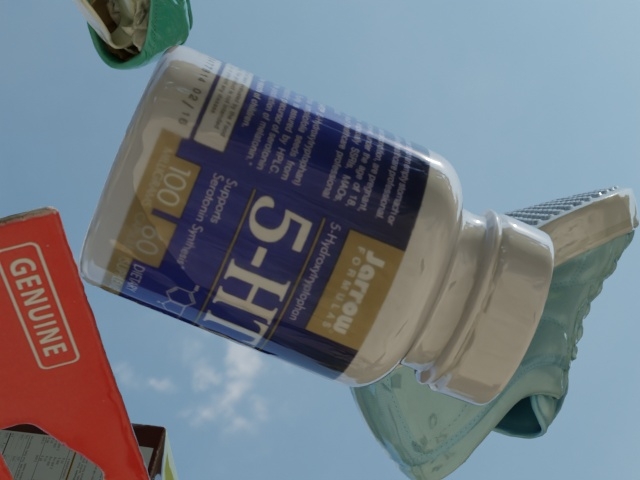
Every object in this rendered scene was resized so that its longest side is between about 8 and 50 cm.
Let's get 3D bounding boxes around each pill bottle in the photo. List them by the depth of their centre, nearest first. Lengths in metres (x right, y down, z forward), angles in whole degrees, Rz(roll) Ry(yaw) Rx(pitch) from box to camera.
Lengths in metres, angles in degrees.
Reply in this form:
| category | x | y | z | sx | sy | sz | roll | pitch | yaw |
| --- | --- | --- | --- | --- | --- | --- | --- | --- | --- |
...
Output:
| category | x | y | z | sx | sy | sz | roll | pitch | yaw |
| --- | --- | --- | --- | --- | --- | --- | --- | --- | --- |
| pill bottle | 0.000 | 0.000 | 0.543 | 0.186 | 0.112 | 0.112 | 22 | -74 | -6 |

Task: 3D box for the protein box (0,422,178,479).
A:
| category | x | y | z | sx | sy | sz | roll | pitch | yaw |
| --- | --- | --- | --- | --- | --- | --- | --- | --- | --- |
| protein box | -0.224 | 0.248 | 0.999 | 0.201 | 0.136 | 0.200 | 6 | -41 | 8 |

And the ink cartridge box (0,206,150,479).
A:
| category | x | y | z | sx | sy | sz | roll | pitch | yaw |
| --- | --- | --- | --- | --- | --- | --- | --- | --- | --- |
| ink cartridge box | -0.191 | 0.135 | 0.467 | 0.261 | 0.066 | 0.296 | -12 | -44 | -4 |

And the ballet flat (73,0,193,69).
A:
| category | x | y | z | sx | sy | sz | roll | pitch | yaw |
| --- | --- | --- | --- | --- | --- | --- | --- | --- | --- |
| ballet flat | -0.137 | -0.211 | 0.843 | 0.087 | 0.083 | 0.247 | -46 | -28 | -31 |

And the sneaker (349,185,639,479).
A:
| category | x | y | z | sx | sy | sz | roll | pitch | yaw |
| --- | --- | --- | --- | --- | --- | --- | --- | --- | --- |
| sneaker | 0.142 | 0.067 | 0.945 | 0.366 | 0.135 | 0.150 | -26 | -78 | -43 |
